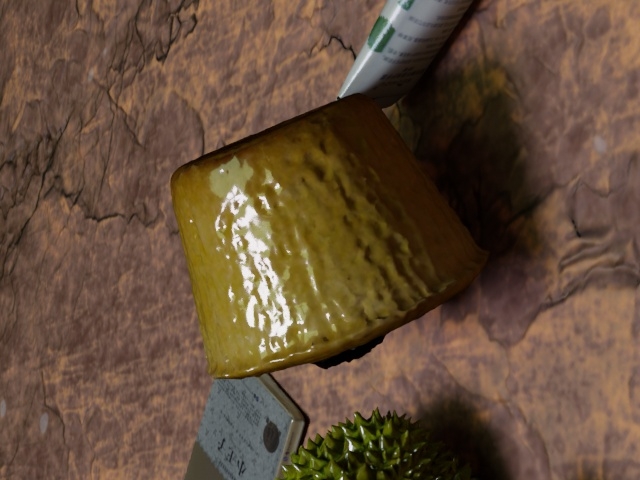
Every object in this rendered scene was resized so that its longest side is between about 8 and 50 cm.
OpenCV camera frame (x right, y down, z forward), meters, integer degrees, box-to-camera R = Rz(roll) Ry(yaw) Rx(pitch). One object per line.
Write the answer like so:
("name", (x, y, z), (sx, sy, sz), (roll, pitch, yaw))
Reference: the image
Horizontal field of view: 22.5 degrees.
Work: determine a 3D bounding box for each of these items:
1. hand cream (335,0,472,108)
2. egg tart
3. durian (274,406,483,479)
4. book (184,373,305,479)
("hand cream", (0.093, -0.196, 1.134), (0.059, 0.095, 0.276), (45, 123, 22))
("egg tart", (0.000, 0.000, 1.108), (0.215, 0.215, 0.171), (-13, 101, 55))
("durian", (0.040, 0.216, 1.113), (0.159, 0.146, 0.198), (-59, 43, 36))
("book", (-0.074, 0.205, 1.404), (0.138, 0.016, 0.199), (43, 122, 50))
